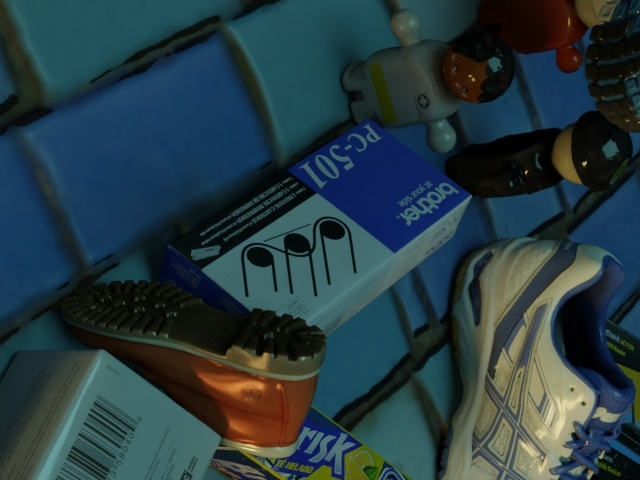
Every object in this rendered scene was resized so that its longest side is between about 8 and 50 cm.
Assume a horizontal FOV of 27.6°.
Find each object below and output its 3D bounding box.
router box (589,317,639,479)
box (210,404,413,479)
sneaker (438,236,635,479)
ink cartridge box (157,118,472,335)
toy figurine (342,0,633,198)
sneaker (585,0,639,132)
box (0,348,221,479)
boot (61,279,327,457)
[{"bbox_3d":[0.258,0.153,1.125,0.179,0.046,0.133,28,66,-40],"label":"router box"},{"bbox_3d":[-0.012,0.145,0.844,0.169,0.059,0.054,40,59,-35],"label":"box"},{"bbox_3d":[0.169,0.143,0.978,0.112,0.131,0.297,2,85,-47],"label":"sneaker"},{"bbox_3d":[0.000,0.000,0.847,0.097,0.046,0.207,39,46,18],"label":"ink cartridge box"},{"bbox_3d":[0.138,-0.147,0.965,0.209,0.148,0.213,32,64,-39],"label":"toy figurine"},{"bbox_3d":[0.239,-0.162,0.925,0.083,0.071,0.191,23,67,-42],"label":"sneaker"},{"bbox_3d":[-0.130,0.126,0.708,0.102,0.087,0.101,43,57,-34],"label":"box"},{"bbox_3d":[-0.078,0.076,0.748,0.059,0.158,0.085,-51,154,-58],"label":"boot"}]
